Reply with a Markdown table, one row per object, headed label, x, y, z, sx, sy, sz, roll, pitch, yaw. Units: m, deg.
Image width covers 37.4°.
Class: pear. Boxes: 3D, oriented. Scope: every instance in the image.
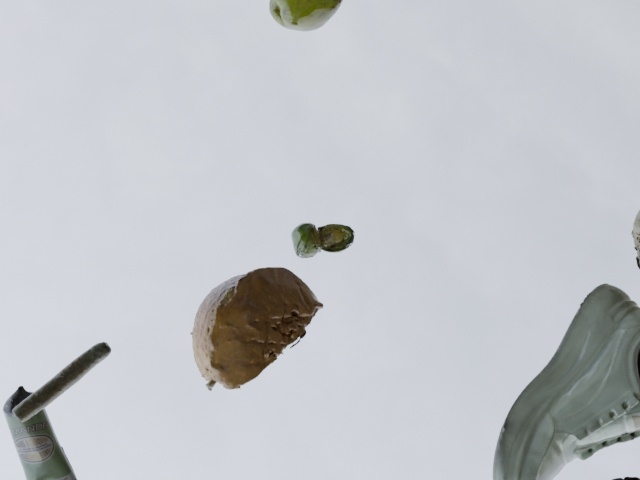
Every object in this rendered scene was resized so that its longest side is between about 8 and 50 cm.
| label | x | y | z | sx | sy | sz | roll | pitch | yaw |
| --- | --- | --- | --- | --- | --- | --- | --- | --- | --- |
| pear | -0.018 | -0.372 | 1.435 | 0.107 | 0.107 | 0.131 | 45 | -118 | 9 |

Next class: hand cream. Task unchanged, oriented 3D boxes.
| label | x | y | z | sx | sy | sz | roll | pitch | yaw |
| --- | --- | --- | --- | --- | --- | --- | --- | --- | --- |
| hand cream | -0.423 | 0.329 | 1.440 | 0.055 | 0.086 | 0.235 | -86 | -16 | -69 |

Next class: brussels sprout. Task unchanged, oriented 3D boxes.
| label | x | y | z | sx | sy | sz | roll | pitch | yaw |
| --- | --- | --- | --- | --- | --- | --- | --- | --- | --- |
| brussels sprout | 0.000 | 0.000 | 1.227 | 0.083 | 0.046 | 0.051 | 1 | -171 | -30 |

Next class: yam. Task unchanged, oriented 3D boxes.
| label | x | y | z | sx | sy | sz | roll | pitch | yaw |
| --- | --- | --- | --- | --- | --- | --- | --- | --- | --- |
| yam | -0.262 | 0.143 | 0.963 | 0.021 | 0.116 | 0.021 | 51 | 174 | 7 |

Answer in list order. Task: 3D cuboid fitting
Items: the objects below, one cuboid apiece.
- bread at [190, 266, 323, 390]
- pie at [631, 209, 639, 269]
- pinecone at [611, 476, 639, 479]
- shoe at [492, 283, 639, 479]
| label | x | y | z | sx | sy | sz | roll | pitch | yaw |
| --- | --- | --- | --- | --- | --- | --- | --- | --- | --- |
| bread | -0.124 | 0.130 | 1.561 | 0.229 | 0.143 | 0.139 | -44 | -70 | -31 |
| pie | 0.487 | 0.006 | 1.183 | 0.193 | 0.079 | 0.163 | 23 | -133 | 22 |
| pinecone | 0.347 | 0.361 | 0.933 | 0.242 | 0.296 | 0.298 | -45 | -64 | -38 |
| shoe | 0.340 | 0.201 | 1.135 | 0.159 | 0.316 | 0.124 | 19 | 155 | 35 |
